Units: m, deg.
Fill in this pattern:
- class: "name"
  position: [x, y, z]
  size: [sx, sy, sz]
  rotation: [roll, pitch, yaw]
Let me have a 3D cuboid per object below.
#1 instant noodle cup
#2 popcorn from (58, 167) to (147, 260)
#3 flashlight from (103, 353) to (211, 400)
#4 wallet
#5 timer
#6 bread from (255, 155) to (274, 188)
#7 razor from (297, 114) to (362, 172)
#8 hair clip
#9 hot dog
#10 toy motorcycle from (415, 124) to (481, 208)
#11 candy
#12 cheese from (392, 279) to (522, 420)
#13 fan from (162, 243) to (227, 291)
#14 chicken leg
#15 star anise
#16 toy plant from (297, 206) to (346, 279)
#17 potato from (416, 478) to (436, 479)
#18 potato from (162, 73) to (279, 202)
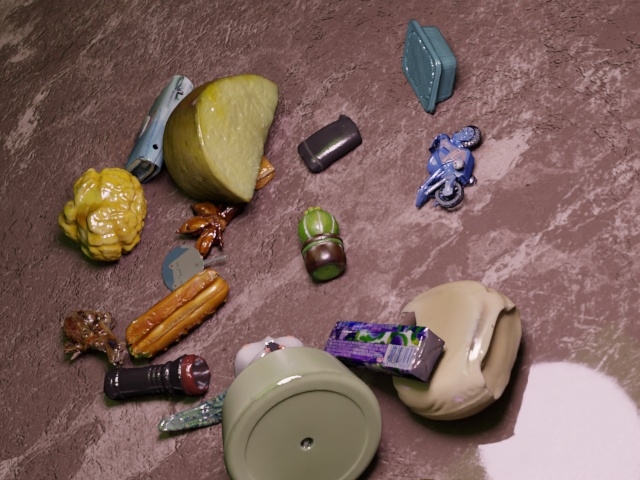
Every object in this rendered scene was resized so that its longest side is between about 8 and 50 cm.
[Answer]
- class: "instant noodle cup"
  position: [0.250, -0.398, 1.932]
  size: [0.070, 0.157, 0.179]
  rotation: [-13, 54, -11]
- class: "popcorn"
  position: [-0.517, -0.063, 2.055]
  size: [0.200, 0.226, 0.203]
  rotation: [-27, 4, -34]
- class: "flashlight"
  position: [-0.351, 0.297, 1.817]
  size: [0.231, 0.093, 0.093]
  rotation: [-10, 58, 24]
- class: "wallet"
  position: [-0.403, -0.275, 2.127]
  size: [0.176, 0.075, 0.251]
  rotation: [-25, 42, 60]
- class: "timer"
  position: [-0.069, 0.291, 1.618]
  size: [0.290, 0.291, 0.315]
  rotation: [-36, 31, 0]
- class: "bread"
  position: [-0.164, -0.180, 2.028]
  size: [0.074, 0.053, 0.132]
  rotation: [-37, 51, -2]
- class: "razor"
  position: [0.022, -0.224, 1.974]
  size: [0.148, 0.054, 0.090]
  rotation: [-33, 58, 3]
- class: "hair clip"
  position: [-0.226, 0.345, 1.759]
  size: [0.229, 0.036, 0.066]
  rotation: [-23, 59, 1]
- class: "hot dog"
  position: [-0.317, 0.161, 1.883]
  size: [0.269, 0.072, 0.115]
  rotation: [-36, 55, 2]
- class: "toy motorcycle"
  position: [0.272, -0.159, 1.823]
  size: [0.114, 0.076, 0.205]
  rotation: [5, 65, 35]
- class: "candy"
  position: [0.112, 0.201, 1.591]
  size: [0.312, 0.061, 0.088]
  rotation: [-3, 59, 61]
- class: "cheese"
  position: [0.246, 0.198, 1.572]
  size: [0.233, 0.127, 0.266]
  rotation: [-8, 50, 50]
- class: "fan"
  position: [-0.288, 0.058, 1.946]
  size: [0.175, 0.005, 0.113]
  rotation: [-17, 75, 22]
- class: "chicken leg"
  position: [-0.501, 0.216, 1.925]
  size: [0.196, 0.080, 0.125]
  rotation: [4, 67, 28]
- class: "star anise"
  position: [-0.262, -0.044, 1.990]
  size: [0.157, 0.053, 0.213]
  rotation: [17, 73, 26]
- class: "toy plant"
  position: [0.000, 0.000, 1.831]
  size: [0.092, 0.093, 0.162]
  rotation: [-20, 56, 11]
- class: "potato"
  position: [0.185, 0.503, 1.430]
  size: [0.154, 0.137, 0.200]
  rotation: [-28, 53, 5]
- class: "potato"
  position: [-0.278, -0.247, 1.971]
  size: [0.280, 0.212, 0.331]
  rotation: [-14, 53, 43]
